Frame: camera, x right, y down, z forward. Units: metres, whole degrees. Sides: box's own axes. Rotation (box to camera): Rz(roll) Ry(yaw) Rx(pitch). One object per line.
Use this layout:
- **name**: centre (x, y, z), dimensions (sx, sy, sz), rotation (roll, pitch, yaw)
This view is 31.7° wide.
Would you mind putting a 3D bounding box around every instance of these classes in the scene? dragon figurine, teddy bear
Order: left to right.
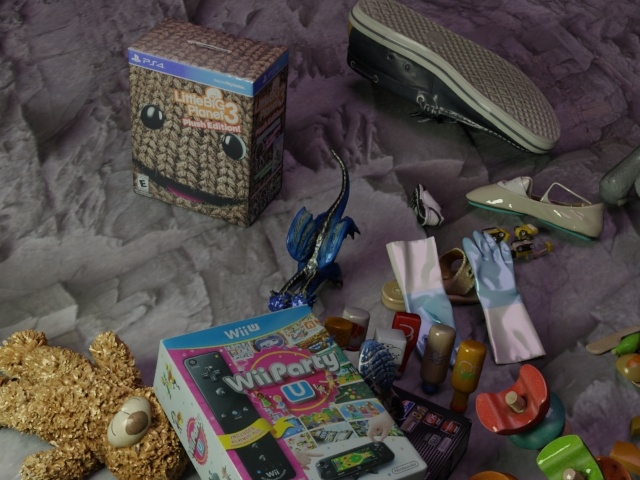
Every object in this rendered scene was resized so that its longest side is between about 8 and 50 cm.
- **teddy bear**: centre (-0.327, 0.219, 1.512), dimensions (0.245, 0.113, 0.338), rotation (-30, 49, -35)
- **dragon figurine**: centre (0.000, 0.000, 1.767), dimensions (0.085, 0.289, 0.144), rotation (18, 1, 14)

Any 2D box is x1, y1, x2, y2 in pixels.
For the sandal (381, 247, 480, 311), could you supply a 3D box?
- **sandal**: centre (0.214, 0.052, 1.819), dimensions (0.240, 0.079, 0.088), rotation (-11, 39, -20)

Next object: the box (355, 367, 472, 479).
- **box**: centre (0.048, 0.294, 1.493), dimensions (0.216, 0.060, 0.270), rotation (23, 40, 22)

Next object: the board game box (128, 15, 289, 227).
- **board game box**: centre (-0.192, -0.203, 1.940), dimensions (0.232, 0.291, 0.141), rotation (17, 38, 16)

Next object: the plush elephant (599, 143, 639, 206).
- **plush elephant**: centre (0.699, -0.110, 1.982), dimensions (0.330, 0.272, 0.255), rotation (-45, 94, -9)

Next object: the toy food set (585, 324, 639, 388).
- **toy food set**: centre (0.510, 0.186, 1.706), dimensions (0.132, 0.038, 0.192), rotation (-19, 43, -29)

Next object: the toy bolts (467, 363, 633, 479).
- **toy bolts**: centre (0.288, 0.305, 1.488), dimensions (0.218, 0.158, 0.228), rotation (-32, 46, 18)

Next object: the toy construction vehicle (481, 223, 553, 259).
- **toy construction vehicle**: centre (0.338, 0.004, 1.942), dimensions (0.098, 0.035, 0.086), rotation (-11, 28, -24)

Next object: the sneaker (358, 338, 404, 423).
- **sneaker**: centre (0.068, 0.184, 1.490), dimensions (0.052, 0.135, 0.058), rotation (-24, 31, -19)

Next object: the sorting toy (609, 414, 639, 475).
- **sorting toy**: centre (0.564, 0.317, 1.543), dimensions (0.307, 0.041, 0.229), rotation (22, 44, 22)

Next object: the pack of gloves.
- **pack of gloves**: centre (0.225, 0.083, 1.737), dimensions (0.195, 0.046, 0.232), rotation (-10, 63, -10)

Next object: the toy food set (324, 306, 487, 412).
- **toy food set**: centre (0.109, 0.169, 1.617), dimensions (0.232, 0.104, 0.111), rotation (8, 19, -8)

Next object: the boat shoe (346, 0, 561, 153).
- **boat shoe**: centre (0.255, -0.307, 2.252), dimensions (0.500, 0.156, 0.187), rotation (34, 40, 17)

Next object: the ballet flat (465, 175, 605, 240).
- **ballet flat**: centre (0.384, -0.072, 1.998), dimensions (0.248, 0.086, 0.086), rotation (18, 39, 14)

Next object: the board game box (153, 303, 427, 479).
- **board game box**: centre (-0.046, 0.232, 1.407), dimensions (0.224, 0.097, 0.303), rotation (-13, 44, -29)

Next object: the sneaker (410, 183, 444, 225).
- **sneaker**: centre (0.190, -0.060, 2.009), dimensions (0.044, 0.040, 0.109), rotation (12, 38, -18)
